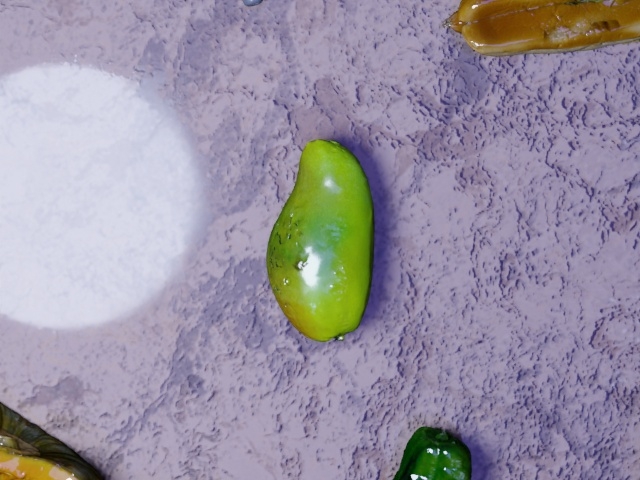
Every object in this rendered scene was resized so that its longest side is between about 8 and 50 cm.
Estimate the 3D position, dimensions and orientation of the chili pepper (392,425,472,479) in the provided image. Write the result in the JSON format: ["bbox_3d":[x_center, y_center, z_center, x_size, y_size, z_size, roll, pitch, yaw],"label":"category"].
[{"bbox_3d":[0.111,0.341,1.927,0.099,0.083,0.253,22,99,-2],"label":"chili pepper"}]

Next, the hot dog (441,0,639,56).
[{"bbox_3d":[0.274,-0.269,1.875,0.270,0.072,0.109,-8,94,-2],"label":"hot dog"}]

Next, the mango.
[{"bbox_3d":[0.000,0.000,1.874,0.125,0.111,0.232,-3,95,-6],"label":"mango"}]

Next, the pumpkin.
[{"bbox_3d":[-0.375,0.302,1.881,0.281,0.139,0.190,32,93,-3],"label":"pumpkin"}]

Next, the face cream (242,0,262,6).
[{"bbox_3d":[-0.119,-0.415,1.840,0.092,0.092,0.311,-15,96,0],"label":"face cream"}]
